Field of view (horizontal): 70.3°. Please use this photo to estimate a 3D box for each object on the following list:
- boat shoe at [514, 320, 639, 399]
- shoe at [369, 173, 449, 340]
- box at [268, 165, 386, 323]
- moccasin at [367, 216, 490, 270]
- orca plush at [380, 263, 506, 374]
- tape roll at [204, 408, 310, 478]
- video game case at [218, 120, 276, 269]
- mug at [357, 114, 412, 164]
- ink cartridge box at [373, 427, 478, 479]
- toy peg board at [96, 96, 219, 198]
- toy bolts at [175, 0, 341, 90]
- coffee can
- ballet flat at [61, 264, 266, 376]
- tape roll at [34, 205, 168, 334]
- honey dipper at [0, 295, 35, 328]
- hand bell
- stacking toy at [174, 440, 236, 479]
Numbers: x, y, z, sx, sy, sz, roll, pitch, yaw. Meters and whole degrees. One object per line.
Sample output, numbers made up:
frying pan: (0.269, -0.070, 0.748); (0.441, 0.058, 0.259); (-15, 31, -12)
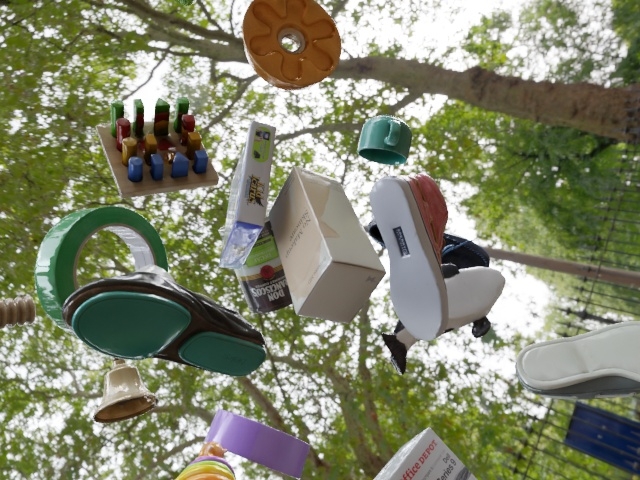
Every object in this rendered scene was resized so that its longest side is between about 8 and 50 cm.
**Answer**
boat shoe: (0.519, 0.226, 0.820); (0.099, 0.319, 0.116); (67, -163, -48)
shoe: (0.113, 0.012, 0.493); (0.081, 0.063, 0.178); (-16, -90, -45)
box: (0.000, 0.000, 0.912); (0.121, 0.311, 0.148); (15, -58, -28)
moccasin: (0.281, 0.032, 1.232); (0.117, 0.342, 0.137); (-33, -43, -67)
orca plush: (0.233, 0.151, 0.879); (0.287, 0.151, 0.102); (-43, -13, -25)
tape roll: (-0.169, 0.550, 1.230); (0.275, 0.275, 0.090); (51, -128, -43)
video game case: (-0.169, -0.091, 1.033); (0.061, 0.269, 0.244); (12, -115, -15)
mug: (0.174, -0.257, 1.140); (0.129, 0.158, 0.097); (17, -97, -37)
ink cartridge box: (0.257, 0.590, 0.967); (0.211, 0.289, 0.121); (-24, -27, -48)
toy peg board: (-0.266, -0.164, 0.750); (0.161, 0.160, 0.079); (-14, -31, -30)
toy bolts: (-0.013, -0.282, 0.408); (0.228, 0.158, 0.218); (-41, -85, -21)
coffee can: (-0.176, 0.061, 1.422); (0.201, 0.201, 0.275); (-31, -73, -40)
ballet flat: (-0.168, 0.089, 0.511); (0.095, 0.096, 0.280); (-42, -37, 2)
tape roll: (-0.518, 0.077, 1.111); (0.321, 0.077, 0.321); (11, -102, -62)
honey dipper: (-0.344, 0.072, 0.398); (0.161, 0.030, 0.030); (-2, -78, -50)
hand bell: (-0.434, 0.247, 0.972); (0.126, 0.242, 0.126); (-19, -30, -11)
stacking toy: (-0.211, 0.460, 0.831); (0.175, 0.302, 0.165); (-16, -83, -8)
